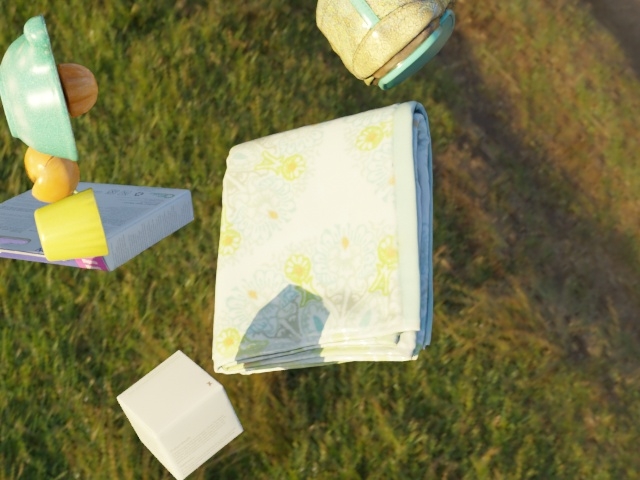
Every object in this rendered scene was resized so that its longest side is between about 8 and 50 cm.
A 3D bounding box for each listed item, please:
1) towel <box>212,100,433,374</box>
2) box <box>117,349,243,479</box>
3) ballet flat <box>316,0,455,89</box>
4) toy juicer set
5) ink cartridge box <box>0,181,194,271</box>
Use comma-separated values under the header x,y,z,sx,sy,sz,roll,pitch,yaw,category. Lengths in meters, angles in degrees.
x,y,z,sx,sy,sz,roll,pitch,yaw,category
0.000,0.000,1.518,0.090,0.321,0.374,40,47,-54,towel
-0.169,0.210,1.309,0.101,0.087,0.102,-37,42,-21,box
0.060,-0.212,1.021,0.123,0.123,0.348,41,11,0,ballet flat
-0.267,-0.158,1.056,0.089,0.329,0.209,-15,32,-12,toy juicer set
-0.437,-0.016,1.830,0.330,0.324,0.071,-38,127,-52,ink cartridge box
